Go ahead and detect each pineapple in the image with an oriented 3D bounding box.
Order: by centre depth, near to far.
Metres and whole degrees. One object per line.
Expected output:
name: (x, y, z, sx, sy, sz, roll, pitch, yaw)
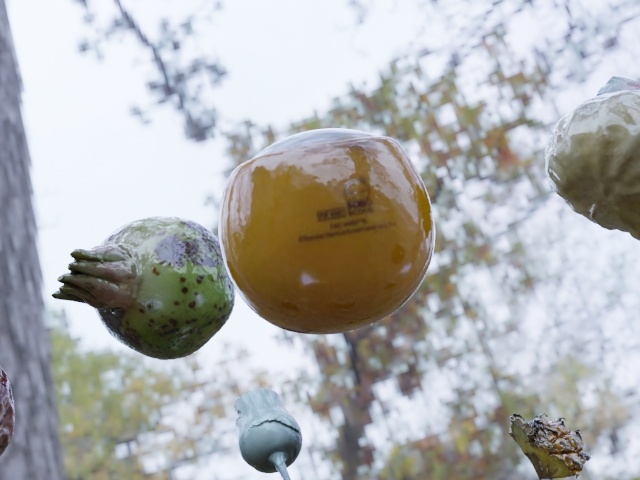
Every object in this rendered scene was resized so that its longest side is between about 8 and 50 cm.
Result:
pineapple: (0.283, 0.262, 2.198, 0.114, 0.114, 0.077, 35, -65, -13)

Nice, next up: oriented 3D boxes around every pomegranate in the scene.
pomegranate: (-0.255, 0.047, 2.470, 0.222, 0.204, 0.276, -15, -43, 41)

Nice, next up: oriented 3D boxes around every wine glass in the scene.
wine glass: (-0.049, 0.256, 1.993, 0.079, 0.195, 0.079, -10, -56, -15)

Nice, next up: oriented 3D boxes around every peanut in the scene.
peanut: (0.394, -0.082, 1.829, 0.340, 0.174, 0.158, -5, -59, -30)

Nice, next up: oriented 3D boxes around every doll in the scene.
doll: (0.000, 0.000, 1.672, 0.213, 0.213, 0.236, -10, -11, -13)

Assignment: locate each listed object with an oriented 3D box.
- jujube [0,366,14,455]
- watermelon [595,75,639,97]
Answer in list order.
jujube: (-0.507, 0.220, 2.160, 0.232, 0.213, 0.213, -25, -21, -37)
watermelon: (0.500, -0.172, 2.311, 0.241, 0.094, 0.154, 8, -26, 35)
